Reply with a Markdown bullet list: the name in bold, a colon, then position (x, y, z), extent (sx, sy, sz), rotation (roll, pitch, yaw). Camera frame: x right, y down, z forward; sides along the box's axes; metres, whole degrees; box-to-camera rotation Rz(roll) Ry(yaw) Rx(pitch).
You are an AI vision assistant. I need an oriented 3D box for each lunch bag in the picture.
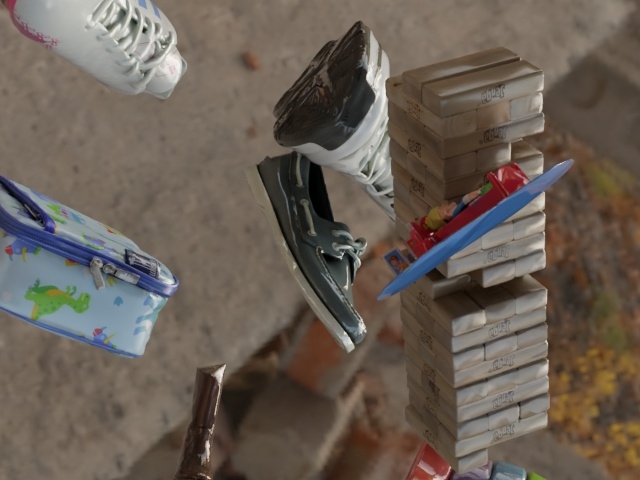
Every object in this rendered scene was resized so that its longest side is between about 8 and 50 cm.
- **lunch bag**: position (-0.231, 0.016, 1.380), extent (0.176, 0.219, 0.090), rotation (24, 93, -26)

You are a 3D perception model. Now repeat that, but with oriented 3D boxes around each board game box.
- **board game box**: position (0.100, -0.020, 1.150), extent (0.169, 0.133, 0.033), rotation (-34, 82, -13)

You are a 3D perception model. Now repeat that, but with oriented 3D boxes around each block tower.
- **block tower**: position (0.119, 0.015, 1.290), extent (0.097, 0.091, 0.335), rotation (-16, 122, -21)

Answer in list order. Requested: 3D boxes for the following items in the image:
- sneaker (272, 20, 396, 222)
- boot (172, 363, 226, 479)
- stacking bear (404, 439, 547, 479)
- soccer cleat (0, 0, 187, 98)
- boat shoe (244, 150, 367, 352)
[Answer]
- **sneaker**: position (0.087, -0.118, 1.956), extent (0.257, 0.169, 0.447), rotation (39, 5, -7)
- **boot**: position (-0.109, 0.171, 1.536), extent (0.037, 0.106, 0.114), rotation (15, 88, -14)
- **stacking bear**: position (0.208, 0.303, 1.566), extent (0.289, 0.164, 0.175), rotation (25, 45, 5)
- **soccer cleat**: position (-0.197, -0.208, 1.570), extent (0.143, 0.116, 0.331), rotation (38, 2, 5)
- **boat shoe**: position (0.000, 0.000, 1.998), extent (0.319, 0.099, 0.116), rotation (63, 1, 43)
